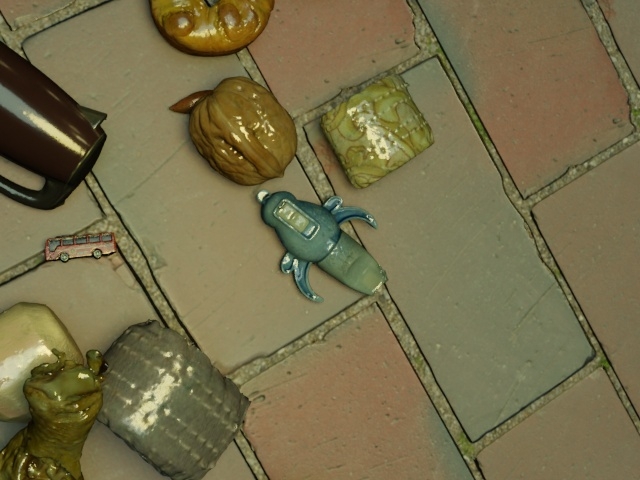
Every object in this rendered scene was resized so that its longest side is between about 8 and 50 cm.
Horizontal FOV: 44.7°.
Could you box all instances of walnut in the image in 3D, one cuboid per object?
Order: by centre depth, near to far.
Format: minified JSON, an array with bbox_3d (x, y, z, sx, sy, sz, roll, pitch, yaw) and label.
[{"bbox_3d":[-0.122,-0.172,1.267,0.184,0.155,0.155,46,76,-17],"label":"walnut"}]

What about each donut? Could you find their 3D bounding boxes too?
[{"bbox_3d":[-0.182,-0.412,1.285,0.227,0.114,0.226,1,85,-15],"label":"donut"}]

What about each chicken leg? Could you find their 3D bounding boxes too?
[{"bbox_3d":[-0.391,0.306,1.073,0.201,0.152,0.429,27,122,-7],"label":"chicken leg"}]

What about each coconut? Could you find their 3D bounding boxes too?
[{"bbox_3d":[-0.453,0.184,1.148,0.183,0.171,0.170,-33,95,-17],"label":"coconut"}]

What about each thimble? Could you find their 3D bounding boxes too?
[{"bbox_3d":[-0.235,0.243,1.176,0.236,0.205,0.172,45,71,-11],"label":"thimble"},{"bbox_3d":[0.103,-0.190,1.337,0.190,0.137,0.143,-35,93,-29],"label":"thimble"}]

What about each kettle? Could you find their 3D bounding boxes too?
[{"bbox_3d":[-0.457,-0.166,1.187,0.232,0.144,0.202,37,97,-13],"label":"kettle"}]

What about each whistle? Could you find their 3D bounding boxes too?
[{"bbox_3d":[0.000,0.000,1.324,0.269,0.093,0.180,40,84,-15],"label":"whistle"}]

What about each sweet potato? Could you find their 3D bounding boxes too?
[{"bbox_3d":[-0.207,-0.232,1.308,0.095,0.034,0.034,-18,91,-5],"label":"sweet potato"}]

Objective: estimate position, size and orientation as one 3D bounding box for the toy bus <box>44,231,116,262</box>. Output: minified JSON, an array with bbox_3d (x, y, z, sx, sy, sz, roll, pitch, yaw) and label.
[{"bbox_3d":[-0.383,0.011,1.244,0.110,0.031,0.043,-6,85,-17],"label":"toy bus"}]
